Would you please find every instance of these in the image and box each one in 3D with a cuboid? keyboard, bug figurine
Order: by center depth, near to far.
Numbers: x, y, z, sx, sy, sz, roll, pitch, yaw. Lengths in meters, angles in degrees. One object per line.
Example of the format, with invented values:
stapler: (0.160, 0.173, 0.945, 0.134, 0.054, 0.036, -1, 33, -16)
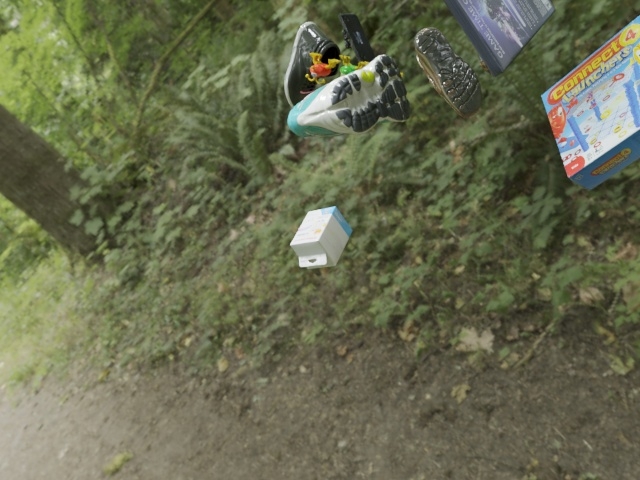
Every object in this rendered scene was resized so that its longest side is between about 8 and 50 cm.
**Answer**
bug figurine: (0.107, -0.471, 1.875, 0.216, 0.279, 0.072, -26, -45, -53)
keyboard: (0.108, -0.646, 2.085, 0.108, 0.180, 0.023, -18, -8, -42)

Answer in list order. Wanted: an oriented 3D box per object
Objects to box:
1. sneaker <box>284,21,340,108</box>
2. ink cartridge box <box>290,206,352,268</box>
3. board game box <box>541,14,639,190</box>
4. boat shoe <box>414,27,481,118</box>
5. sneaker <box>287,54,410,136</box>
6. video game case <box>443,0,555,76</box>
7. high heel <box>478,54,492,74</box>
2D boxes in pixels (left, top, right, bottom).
sneaker: (-0.024, -0.519, 2.045, 0.105, 0.147, 0.295, -20, -41, -35)
ink cartridge box: (0.000, 0.000, 1.617, 0.092, 0.090, 0.143, -10, 38, 37)
board game box: (0.710, -0.329, 1.565, 0.308, 0.086, 0.301, -42, 37, 40)
boat shoe: (0.413, -0.539, 2.112, 0.123, 0.323, 0.120, -26, -12, -5)
sneaker: (0.052, -0.214, 0.987, 0.110, 0.106, 0.275, -11, 9, 37)
video game case: (0.316, -0.434, 1.153, 0.026, 0.196, 0.274, -22, 21, 51)
high heel: (0.595, -0.604, 2.002, 0.093, 0.186, 0.261, -44, 29, -27)
